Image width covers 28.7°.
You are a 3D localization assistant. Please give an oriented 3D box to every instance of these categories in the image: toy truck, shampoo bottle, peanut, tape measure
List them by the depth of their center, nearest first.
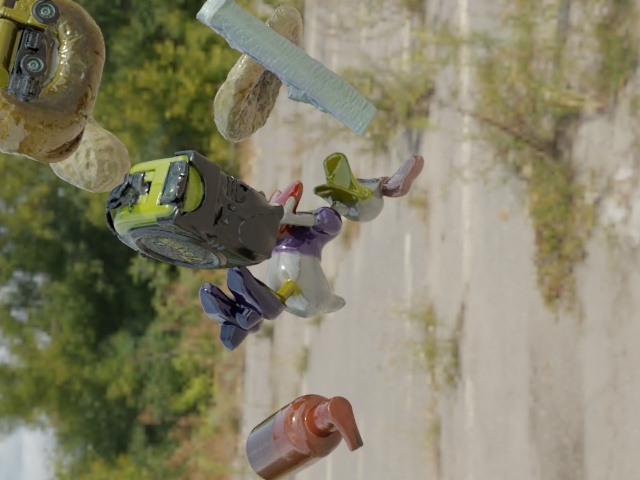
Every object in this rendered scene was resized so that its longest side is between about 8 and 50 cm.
[{"bbox_3d":[-0.242,-0.160,1.003,0.049,0.054,0.083,132,149,-61],"label":"toy truck"},{"bbox_3d":[-0.019,0.237,1.537,0.244,0.085,0.086,140,135,-61],"label":"shampoo bottle"},{"bbox_3d":[-0.168,-0.037,1.548,0.186,0.199,0.112,-7,61,42],"label":"tape measure"},{"bbox_3d":[-0.472,-0.203,2.315,0.136,0.298,0.120,-43,-8,13],"label":"peanut"}]

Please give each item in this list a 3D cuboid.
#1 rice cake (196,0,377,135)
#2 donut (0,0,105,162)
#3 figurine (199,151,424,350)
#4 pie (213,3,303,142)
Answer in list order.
[{"bbox_3d":[-0.030,-0.153,1.104,0.042,0.180,0.030,-55,13,2],"label":"rice cake"},{"bbox_3d":[-0.435,-0.251,1.887,0.128,0.208,0.262,137,139,-57],"label":"donut"},{"bbox_3d":[-0.006,0.000,1.901,0.421,0.193,0.154,-55,15,-30],"label":"figurine"},{"bbox_3d":[-0.093,-0.246,1.833,0.218,0.052,0.185,-61,-14,5],"label":"pie"}]
